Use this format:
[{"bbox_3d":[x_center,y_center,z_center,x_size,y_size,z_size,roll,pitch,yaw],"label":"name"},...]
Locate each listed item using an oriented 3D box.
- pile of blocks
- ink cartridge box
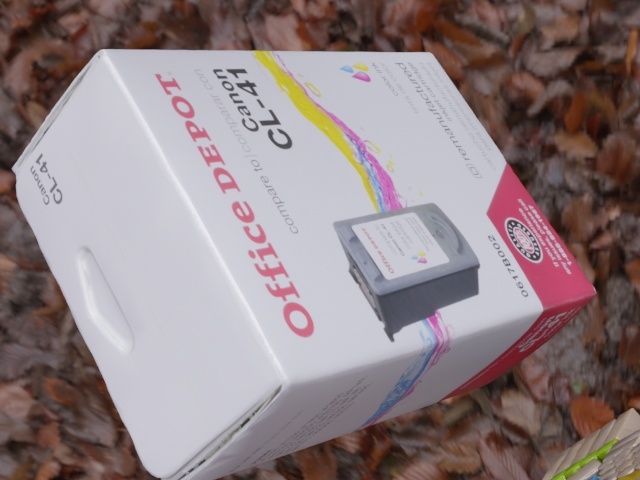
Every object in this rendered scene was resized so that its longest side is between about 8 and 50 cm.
[{"bbox_3d":[0.294,0.262,1.084,0.149,0.362,0.112,-38,85,3],"label":"pile of blocks"},{"bbox_3d":[0.000,0.000,0.728,0.131,0.306,0.226,-44,68,36],"label":"ink cartridge box"}]
